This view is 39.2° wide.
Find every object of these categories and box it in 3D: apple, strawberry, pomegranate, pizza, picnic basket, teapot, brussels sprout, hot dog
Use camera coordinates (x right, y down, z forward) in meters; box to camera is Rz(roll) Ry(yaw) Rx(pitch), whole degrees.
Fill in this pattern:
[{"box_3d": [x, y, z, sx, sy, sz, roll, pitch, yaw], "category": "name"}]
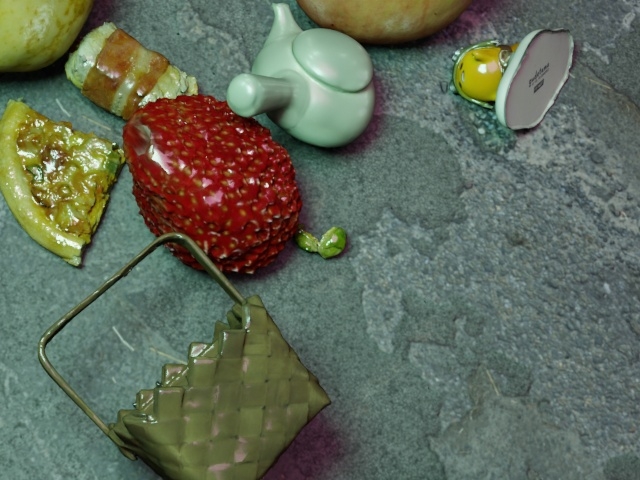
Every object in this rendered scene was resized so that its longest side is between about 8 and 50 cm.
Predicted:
[{"box_3d": [0.116, -0.509, 1.446, 0.363, 0.364, 0.364, 3, 70, -9], "category": "apple"}, {"box_3d": [-0.153, -0.090, 1.295, 0.261, 0.258, 0.261, 4, 60, -7], "category": "strawberry"}, {"box_3d": [-0.491, -0.390, 1.320, 0.342, 0.342, 0.343, 3, 70, -9], "category": "pomegranate"}, {"box_3d": [-0.383, -0.103, 1.352, 0.197, 0.058, 0.292, -17, 75, -17], "category": "pizza"}, {"box_3d": [-0.174, 0.174, 1.168, 0.254, 0.291, 0.321, -42, 91, -21], "category": "picnic basket"}, {"box_3d": [-0.018, -0.221, 1.360, 0.220, 0.149, 0.318, 25, 39, -7], "category": "teapot"}, {"box_3d": [-0.001, 0.001, 1.398, 0.083, 0.046, 0.051, 5, 74, 2], "category": "brussels sprout"}, {"box_3d": [-0.296, -0.248, 1.403, 0.213, 0.103, 0.146, 37, 47, -6], "category": "hot dog"}]

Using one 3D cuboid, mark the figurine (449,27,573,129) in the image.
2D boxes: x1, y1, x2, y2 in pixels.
[{"box_3d": [0.318, -0.289, 1.541, 0.141, 0.167, 0.250, 19, 34, 34], "category": "figurine"}]
